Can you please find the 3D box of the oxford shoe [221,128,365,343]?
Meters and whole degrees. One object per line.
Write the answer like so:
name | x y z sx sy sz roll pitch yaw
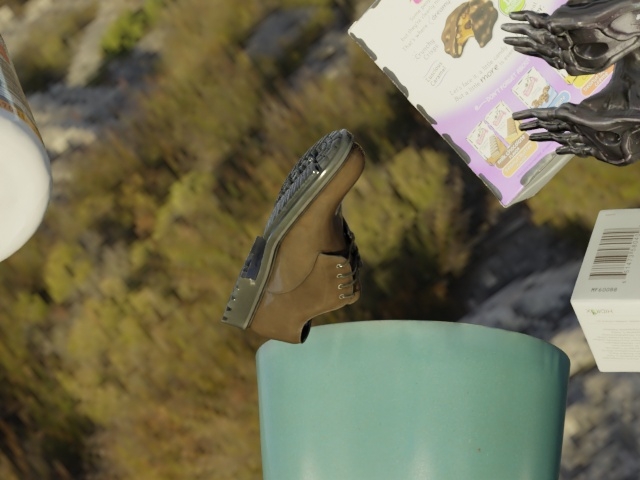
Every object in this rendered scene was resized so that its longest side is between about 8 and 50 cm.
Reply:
oxford shoe | 0.000 0.000 1.379 0.227 0.096 0.083 117 177 -47

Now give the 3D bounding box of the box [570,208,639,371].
box | 0.261 0.039 1.335 0.102 0.087 0.101 -1 46 29

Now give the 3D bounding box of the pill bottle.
pill bottle | -0.327 -0.110 1.443 0.162 0.162 0.278 -36 41 6

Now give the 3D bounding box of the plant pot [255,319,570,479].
plant pot | 0.081 0.224 1.573 0.293 0.293 0.235 -19 62 50

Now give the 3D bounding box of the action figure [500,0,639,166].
action figure | 0.156 -0.180 0.762 0.141 0.164 0.276 16 69 28

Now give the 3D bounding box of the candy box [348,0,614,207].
candy box | 0.147 -0.156 1.367 0.165 0.196 0.070 -47 -14 26
